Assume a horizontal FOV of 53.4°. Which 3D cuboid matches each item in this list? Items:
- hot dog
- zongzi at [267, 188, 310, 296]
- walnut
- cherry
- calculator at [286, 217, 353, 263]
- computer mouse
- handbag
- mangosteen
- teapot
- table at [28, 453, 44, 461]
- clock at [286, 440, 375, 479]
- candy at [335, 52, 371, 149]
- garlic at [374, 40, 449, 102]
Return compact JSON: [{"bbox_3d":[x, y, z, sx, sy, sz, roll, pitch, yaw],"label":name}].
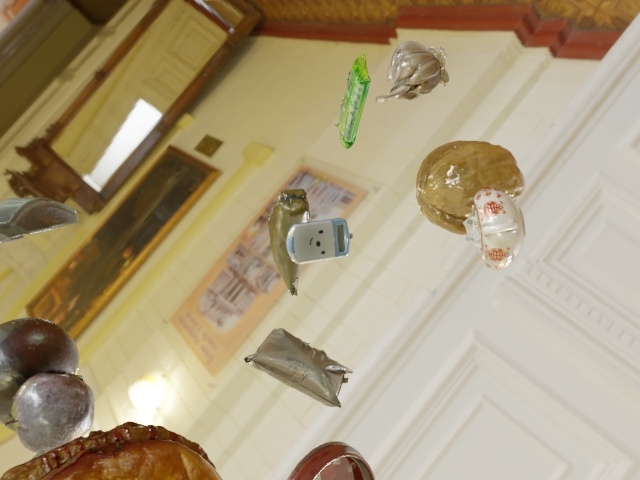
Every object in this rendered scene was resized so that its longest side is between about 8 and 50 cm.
[{"bbox_3d":[-0.345,0.410,0.985,0.185,0.405,0.223,-37,68,49],"label":"hot dog"},{"bbox_3d":[-0.085,0.009,1.963,0.260,0.123,0.289,126,138,-69],"label":"zongzi"},{"bbox_3d":[0.348,-0.130,1.527,0.257,0.257,0.224,40,159,4],"label":"walnut"},{"bbox_3d":[-0.640,0.414,1.536,0.195,0.195,0.195,40,174,5],"label":"cherry"},{"bbox_3d":[0.000,0.000,1.856,0.039,0.210,0.121,-159,64,-66],"label":"calculator"},{"bbox_3d":[-0.519,-0.042,1.121,0.231,0.126,0.071,-56,-50,-81],"label":"computer mouse"},{"bbox_3d":[-0.049,0.323,1.652,0.270,0.117,0.182,26,-151,4],"label":"handbag"},{"bbox_3d":[-0.835,0.375,1.796,0.330,0.330,0.330,40,174,5],"label":"mangosteen"},{"bbox_3d":[0.333,-0.024,1.218,0.116,0.159,0.245,3,175,11],"label":"teapot"},{"bbox_3d":[-0.811,0.690,1.852,0.126,0.126,0.220,40,-166,-2],"label":"table"},{"bbox_3d":[0.009,0.610,1.419,0.080,0.318,0.318,5,150,43],"label":"clock"},{"bbox_3d":[0.071,-0.291,1.331,0.032,0.178,0.102,3,-142,-16],"label":"candy"},{"bbox_3d":[0.192,-0.367,1.463,0.127,0.194,0.131,39,164,31],"label":"garlic"}]
